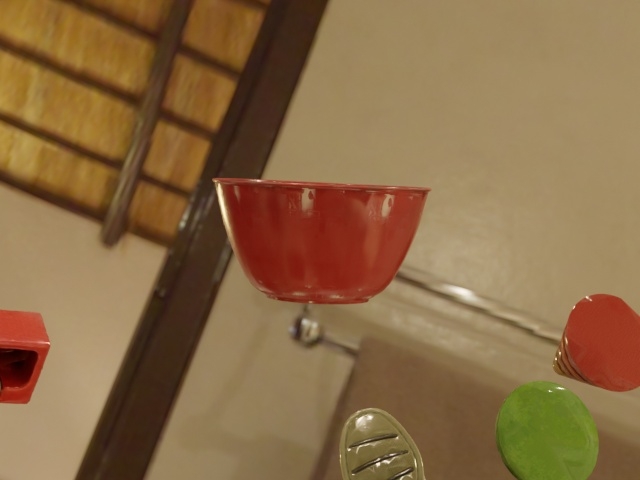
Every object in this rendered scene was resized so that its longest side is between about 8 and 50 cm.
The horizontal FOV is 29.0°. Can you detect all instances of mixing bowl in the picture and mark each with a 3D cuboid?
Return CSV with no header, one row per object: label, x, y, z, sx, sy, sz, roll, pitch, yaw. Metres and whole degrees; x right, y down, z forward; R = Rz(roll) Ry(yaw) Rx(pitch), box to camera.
mixing bowl,0.000,0.000,1.022,0.181,0.098,0.181,2,3,0

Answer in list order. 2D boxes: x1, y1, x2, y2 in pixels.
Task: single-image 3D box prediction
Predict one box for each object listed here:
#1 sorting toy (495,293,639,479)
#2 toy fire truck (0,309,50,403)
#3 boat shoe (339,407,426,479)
sorting toy,0.250,0.221,1.441,0.127,0.365,0.126,42,-28,-2
toy fire truck,-0.232,0.084,0.730,0.047,0.135,0.192,7,-53,-40
boat shoe,0.107,0.367,1.644,0.113,0.302,0.103,-19,-37,-8
